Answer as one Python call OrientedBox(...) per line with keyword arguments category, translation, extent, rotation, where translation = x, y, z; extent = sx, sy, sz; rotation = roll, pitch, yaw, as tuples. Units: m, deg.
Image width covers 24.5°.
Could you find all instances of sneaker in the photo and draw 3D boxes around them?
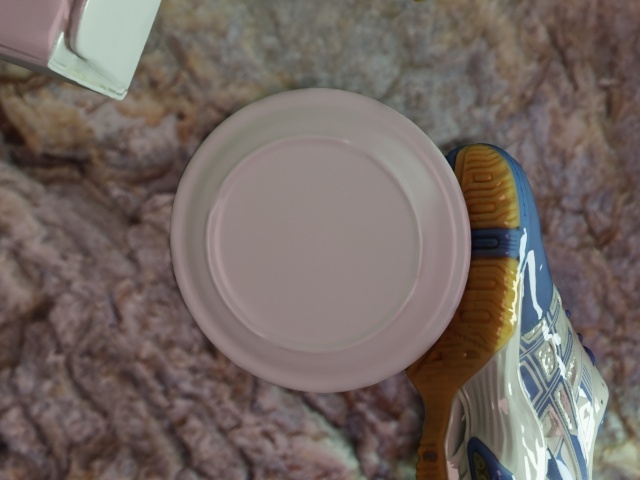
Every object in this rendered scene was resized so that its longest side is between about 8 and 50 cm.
OrientedBox(category="sneaker", translation=(0.129, 0.080, 1.003), extent=(0.131, 0.112, 0.296), rotation=(-7, 97, -39))

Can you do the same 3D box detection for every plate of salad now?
OrientedBox(category="plate of salad", translation=(0.000, 0.000, 0.964), extent=(0.200, 0.048, 0.199), rotation=(2, 98, 13))

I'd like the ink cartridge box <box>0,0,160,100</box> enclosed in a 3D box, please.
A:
OrientedBox(category="ink cartridge box", translation=(-0.242, -0.269, 0.731), extent=(0.395, 0.166, 0.285), rotation=(21, 91, 4))
